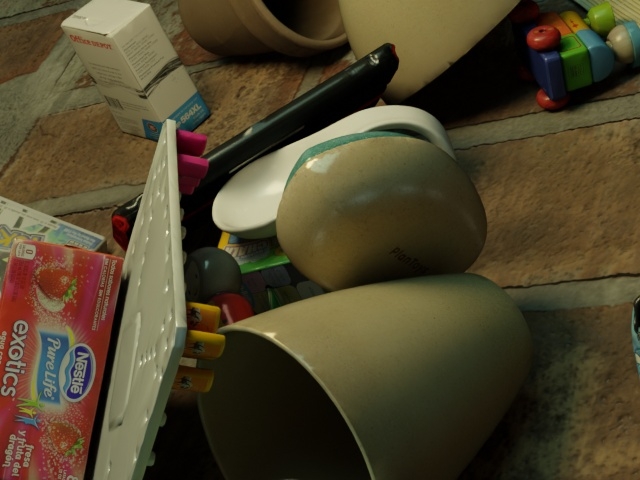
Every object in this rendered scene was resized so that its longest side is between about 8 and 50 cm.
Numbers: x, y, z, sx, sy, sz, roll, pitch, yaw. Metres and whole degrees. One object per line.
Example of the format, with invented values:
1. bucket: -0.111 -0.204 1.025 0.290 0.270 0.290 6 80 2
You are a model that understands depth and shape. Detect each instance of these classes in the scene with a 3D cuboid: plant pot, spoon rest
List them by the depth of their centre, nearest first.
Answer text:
1. plant pot: 0.067 0.143 1.450 0.274 0.256 0.256 -27 28 -34
2. spoon rest: 0.006 -0.081 1.677 0.276 0.084 0.137 -20 33 6
3. plant pot: 0.129 -0.341 1.996 0.284 0.191 0.284 -42 10 9
4. plant pot: -0.090 -0.378 2.295 0.229 0.263 0.263 -20 28 47

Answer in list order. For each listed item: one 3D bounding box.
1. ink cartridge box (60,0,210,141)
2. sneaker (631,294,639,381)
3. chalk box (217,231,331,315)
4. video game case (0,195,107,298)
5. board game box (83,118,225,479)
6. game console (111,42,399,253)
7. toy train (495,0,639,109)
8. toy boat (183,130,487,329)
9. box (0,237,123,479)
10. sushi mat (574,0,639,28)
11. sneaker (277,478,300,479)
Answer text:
1. ink cartridge box: -0.272 -0.252 2.244 0.086 0.203 0.148 -43 36 -23
2. sneaker: 0.319 0.110 1.436 0.063 0.073 0.162 -21 33 9
3. chalk box: -0.037 0.043 1.730 0.132 0.132 0.213 -13 34 20
4. video game case: -0.499 0.037 2.006 0.329 0.036 0.300 21 44 17
5. board game box: -0.175 0.136 1.527 0.050 0.390 0.390 11 31 -14
6. game console: -0.088 -0.107 1.884 0.386 0.060 0.342 -33 -4 -8
7. toy train: 0.314 -0.273 1.963 0.143 0.105 0.248 -16 32 -2
8. toy boat: 0.000 0.000 1.539 0.318 0.267 0.148 -34 55 12
9. box: -0.298 0.134 1.648 0.128 0.122 0.257 158 122 -76
10. sushi mat: 0.433 -0.330 2.025 0.151 0.019 0.316 -29 33 -2
11. sneaker: -0.052 0.265 1.296 0.151 0.094 0.256 -8 -1 -38
